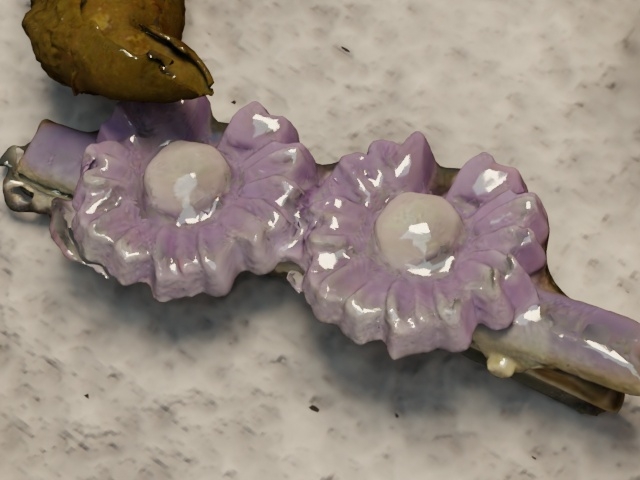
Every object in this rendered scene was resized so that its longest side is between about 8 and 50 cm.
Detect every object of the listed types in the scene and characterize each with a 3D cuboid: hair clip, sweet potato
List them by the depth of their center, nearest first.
[{"bbox_3d":[0.000,0.000,0.803,0.292,0.084,0.106,18,60,12],"label":"hair clip"},{"bbox_3d":[-0.127,-0.175,0.836,0.124,0.098,0.310,-41,73,-5],"label":"sweet potato"}]
